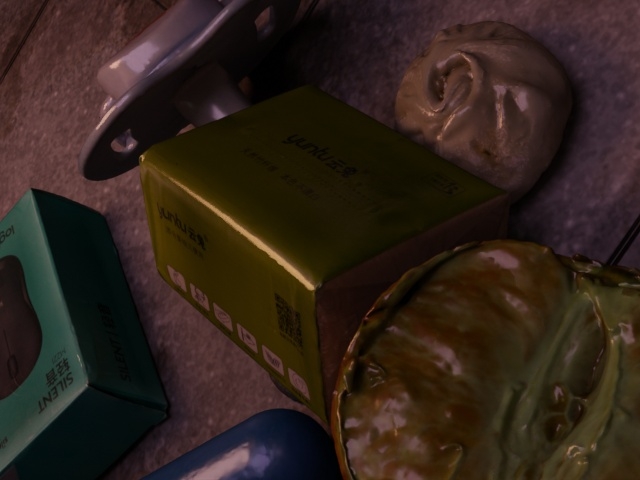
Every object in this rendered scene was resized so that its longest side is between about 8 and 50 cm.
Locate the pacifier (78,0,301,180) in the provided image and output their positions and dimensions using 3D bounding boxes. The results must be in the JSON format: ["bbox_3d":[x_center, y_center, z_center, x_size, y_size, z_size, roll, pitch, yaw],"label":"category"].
[{"bbox_3d":[-0.101,-0.128,1.295,0.299,0.244,0.233,-41,79,-5],"label":"pacifier"}]

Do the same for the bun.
[{"bbox_3d":[0.129,-0.114,1.109,0.183,0.102,0.183,-18,63,40],"label":"bun"}]

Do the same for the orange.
[{"bbox_3d":[0.185,0.140,0.881,0.334,0.196,0.262,8,76,28],"label":"orange"}]

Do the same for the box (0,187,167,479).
[{"bbox_3d":[-0.312,0.120,1.417,0.205,0.118,0.311,-44,49,24],"label":"box"}]

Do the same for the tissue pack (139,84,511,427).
[{"bbox_3d":[0.000,0.000,1.090,0.274,0.200,0.167,36,141,44],"label":"tissue pack"}]

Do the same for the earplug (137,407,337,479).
[{"bbox_3d":[-0.099,0.250,1.167,0.273,0.132,0.132,-36,53,24],"label":"earplug"}]

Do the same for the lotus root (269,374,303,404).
[{"bbox_3d":[0.014,0.117,1.143,0.165,0.088,0.088,13,83,35],"label":"lotus root"}]
